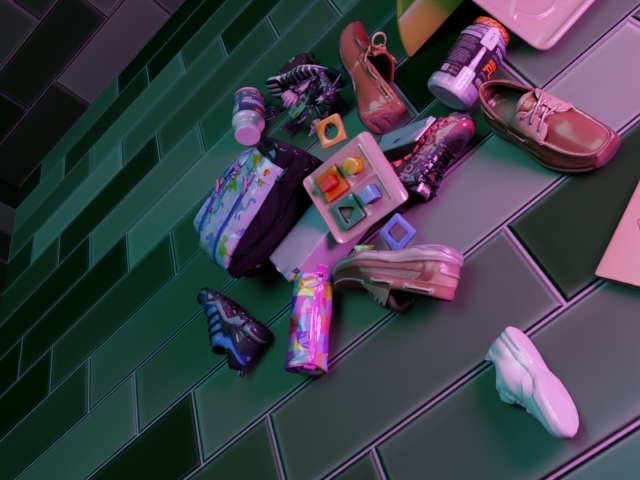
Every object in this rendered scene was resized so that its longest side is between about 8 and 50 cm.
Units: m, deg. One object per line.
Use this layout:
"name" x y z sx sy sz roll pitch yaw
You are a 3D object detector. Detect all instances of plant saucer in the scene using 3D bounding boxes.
"plant saucer" 0.299 -0.711 1.634 0.332 0.080 0.333 -40 37 46

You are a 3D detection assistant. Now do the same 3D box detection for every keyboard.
"keyboard" 0.185 -0.239 1.461 0.072 0.014 0.256 -54 15 -12

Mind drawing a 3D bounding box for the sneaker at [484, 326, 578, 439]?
"sneaker" 0.332 0.244 1.008 0.094 0.080 0.212 -51 30 24

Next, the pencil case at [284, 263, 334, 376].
"pencil case" -0.022 0.177 1.370 0.104 0.104 0.237 -14 62 39

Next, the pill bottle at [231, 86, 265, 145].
"pill bottle" -0.232 -0.399 2.014 0.107 0.108 0.180 -28 46 29

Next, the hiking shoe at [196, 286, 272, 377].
"hiking shoe" -0.253 0.217 1.584 0.132 0.113 0.304 -57 39 -4

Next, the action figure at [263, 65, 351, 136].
"action figure" -0.034 -0.378 1.762 0.275 0.164 0.141 -19 30 48

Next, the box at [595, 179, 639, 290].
"box" 0.557 -0.009 0.990 0.164 0.021 0.201 19 77 50

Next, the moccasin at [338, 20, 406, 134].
"moccasin" 0.140 -0.455 1.647 0.146 0.139 0.380 -32 44 25

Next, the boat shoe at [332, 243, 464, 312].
"boat shoe" 0.143 0.085 1.273 0.324 0.123 0.117 -12 68 49

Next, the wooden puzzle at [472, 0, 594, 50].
"wooden puzzle" 0.477 -0.626 1.385 0.348 0.080 0.322 44 96 19

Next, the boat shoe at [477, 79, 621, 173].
"boat shoe" 0.419 -0.231 1.212 0.123 0.119 0.324 -53 38 3

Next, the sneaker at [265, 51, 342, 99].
"sneaker" -0.031 -0.527 1.911 0.281 0.106 0.163 5 52 38

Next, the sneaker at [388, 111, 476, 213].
"sneaker" 0.237 -0.161 1.367 0.276 0.097 0.135 -40 41 21

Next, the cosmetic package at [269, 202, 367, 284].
"cosmetic package" 0.000 0.000 1.494 0.238 0.107 0.127 -52 39 8

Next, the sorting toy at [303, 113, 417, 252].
"sorting toy" 0.067 -0.114 1.366 0.196 0.047 0.348 -36 77 26

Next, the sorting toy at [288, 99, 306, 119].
"sorting toy" -0.064 -0.418 1.930 0.083 0.012 0.062 -48 39 9

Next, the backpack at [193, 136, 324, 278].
"backpack" -0.151 -0.073 1.569 0.273 0.290 0.356 24 95 24

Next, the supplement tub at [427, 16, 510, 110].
"supplement tub" 0.341 -0.403 1.421 0.190 0.117 0.117 -56 38 0
